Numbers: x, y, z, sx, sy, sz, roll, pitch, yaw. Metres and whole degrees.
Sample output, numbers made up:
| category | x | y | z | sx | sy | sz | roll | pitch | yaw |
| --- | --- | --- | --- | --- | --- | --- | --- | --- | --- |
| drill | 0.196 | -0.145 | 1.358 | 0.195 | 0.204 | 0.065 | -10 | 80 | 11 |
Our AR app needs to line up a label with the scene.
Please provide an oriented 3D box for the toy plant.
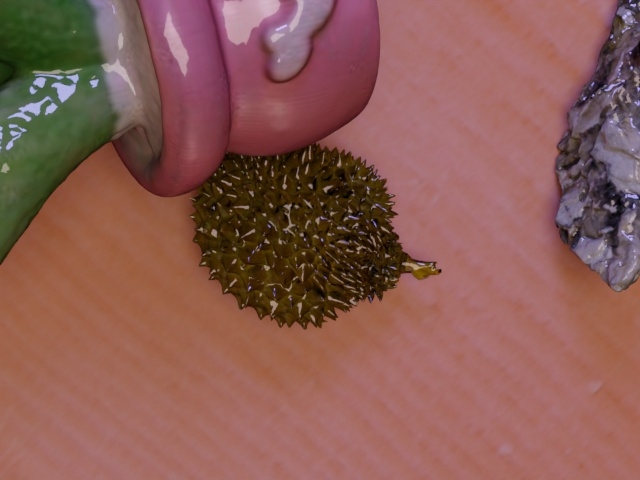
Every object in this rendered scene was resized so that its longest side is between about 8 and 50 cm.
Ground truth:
| category | x | y | z | sx | sy | sz | roll | pitch | yaw |
| --- | --- | --- | --- | --- | --- | --- | --- | --- | --- |
| toy plant | -0.149 | -0.153 | 1.158 | 0.356 | 0.210 | 0.317 | -13 | 105 | -16 |

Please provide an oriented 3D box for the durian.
| category | x | y | z | sx | sy | sz | roll | pitch | yaw |
| --- | --- | --- | --- | --- | --- | --- | --- | --- | --- |
| durian | 0.000 | 0.000 | 1.282 | 0.208 | 0.102 | 0.146 | 21 | 86 | -17 |

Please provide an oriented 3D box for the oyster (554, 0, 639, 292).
| category | x | y | z | sx | sy | sz | roll | pitch | yaw |
| --- | --- | --- | --- | --- | --- | --- | --- | --- | --- |
| oyster | 0.264 | -0.106 | 1.344 | 0.252 | 0.087 | 0.199 | -36 | 103 | -18 |
